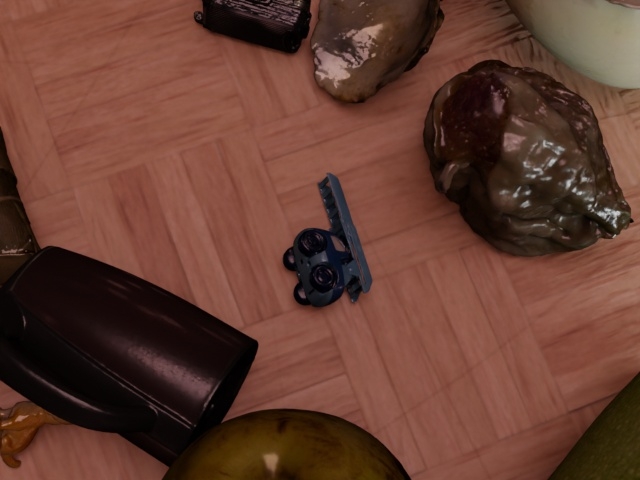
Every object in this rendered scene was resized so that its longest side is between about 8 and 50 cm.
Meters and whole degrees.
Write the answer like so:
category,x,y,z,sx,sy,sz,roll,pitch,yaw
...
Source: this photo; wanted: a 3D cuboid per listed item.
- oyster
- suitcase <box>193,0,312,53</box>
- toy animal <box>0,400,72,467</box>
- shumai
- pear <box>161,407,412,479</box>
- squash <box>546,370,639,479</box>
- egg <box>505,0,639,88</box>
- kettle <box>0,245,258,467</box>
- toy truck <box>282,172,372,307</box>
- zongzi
category,x,y,z,sx,sy,sz,roll,pitch,yaw
oyster,0.110,-0.336,1.230,0.111,0.204,0.396,23,74,-37
suitcase,-0.070,-0.250,1.229,0.126,0.086,0.059,16,76,-1
toy animal,-0.270,0.179,1.116,0.083,0.060,0.081,-9,101,-10
shumai,0.179,-0.065,1.148,0.185,0.184,0.218,-31,98,-47
pear,-0.026,0.271,0.995,0.283,0.283,0.283,1,75,-5
squash,0.300,0.305,1.031,0.263,0.263,0.384,41,75,6
egg,0.293,-0.270,1.227,0.286,0.174,0.264,34,48,21
kettle,-0.202,0.111,1.083,0.232,0.144,0.202,29,30,8
toy truck,0.000,0.000,1.187,0.074,0.063,0.136,-10,74,-28
zongzi,-0.371,-0.027,1.141,0.160,0.078,0.176,-12,71,-28
